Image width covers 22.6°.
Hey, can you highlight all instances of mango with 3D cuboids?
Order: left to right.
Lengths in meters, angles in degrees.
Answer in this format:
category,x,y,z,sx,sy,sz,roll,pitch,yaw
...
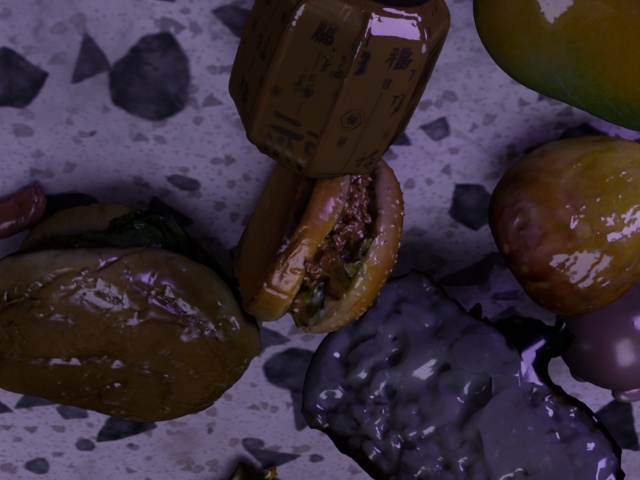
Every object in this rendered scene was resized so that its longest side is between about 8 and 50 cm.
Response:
category,x,y,z,sx,sy,sz,roll,pitch,yaw
mango,0.236,-0.173,1.336,0.251,0.114,0.156,32,117,-27

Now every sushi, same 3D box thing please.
category,x,y,z,sx,sy,sz,roll,pitch,yaw
sushi,0.157,0.172,1.524,0.234,0.348,0.207,-47,151,0

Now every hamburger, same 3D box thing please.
category,x,y,z,sx,sy,sz,roll,pitch,yaw
hamburger,-0.193,0.087,1.536,0.284,0.134,0.265,18,134,-19
hamburger,-0.003,0.002,1.446,0.118,0.182,0.191,27,127,-15

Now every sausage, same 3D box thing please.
category,x,y,z,sx,sy,sz,roll,pitch,yaw
sausage,-0.328,-0.013,1.517,0.158,0.036,0.042,-19,143,14

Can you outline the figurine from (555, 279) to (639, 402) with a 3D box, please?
category,x,y,z,sx,sy,sz,roll,pitch,yaw
figurine,0.295,0.087,1.586,0.125,0.125,0.138,2,120,-4

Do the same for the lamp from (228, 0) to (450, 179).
category,x,y,z,sx,sy,sz,roll,pitch,yaw
lamp,0.014,-0.152,1.317,0.161,0.161,0.185,14,132,-15

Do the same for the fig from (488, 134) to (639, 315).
category,x,y,z,sx,sy,sz,roll,pitch,yaw
fig,0.278,-0.044,1.462,0.257,0.159,0.159,-36,128,2

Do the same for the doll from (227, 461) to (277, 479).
category,x,y,z,sx,sy,sz,roll,pitch,yaw
doll,-0.090,0.303,1.794,0.113,0.077,0.078,-31,133,25
